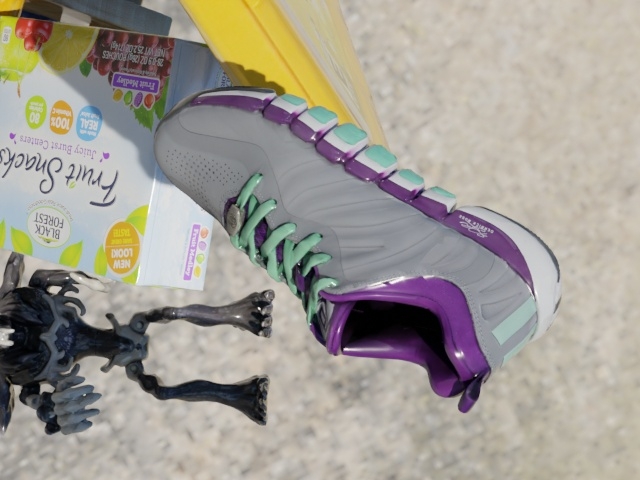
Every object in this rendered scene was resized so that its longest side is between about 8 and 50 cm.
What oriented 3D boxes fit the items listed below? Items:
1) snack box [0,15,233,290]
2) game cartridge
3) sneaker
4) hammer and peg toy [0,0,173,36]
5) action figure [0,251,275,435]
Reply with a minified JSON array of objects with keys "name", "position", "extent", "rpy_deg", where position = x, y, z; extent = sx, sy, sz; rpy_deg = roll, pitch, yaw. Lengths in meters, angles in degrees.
[{"name":"snack box","position":[-0.160,-0.066,1.348],"extent":[0.070,0.207,0.174],"rpy_deg":[6,96,-45]},{"name":"game cartridge","position":[-0.056,-0.188,1.131],"extent":[0.323,0.053,0.285],"rpy_deg":[58,11,-38]},{"name":"sneaker","position":[0.000,0.000,0.887],"extent":[0.224,0.083,0.098],"rpy_deg":[25,43,20]},{"name":"hammer and peg toy","position":[-0.312,-0.219,1.545],"extent":[0.266,0.361,0.127],"rpy_deg":[16,88,-37]},{"name":"action figure","position":[-0.176,0.077,1.480],"extent":[0.276,0.141,0.164],"rpy_deg":[3,80,-1]}]
